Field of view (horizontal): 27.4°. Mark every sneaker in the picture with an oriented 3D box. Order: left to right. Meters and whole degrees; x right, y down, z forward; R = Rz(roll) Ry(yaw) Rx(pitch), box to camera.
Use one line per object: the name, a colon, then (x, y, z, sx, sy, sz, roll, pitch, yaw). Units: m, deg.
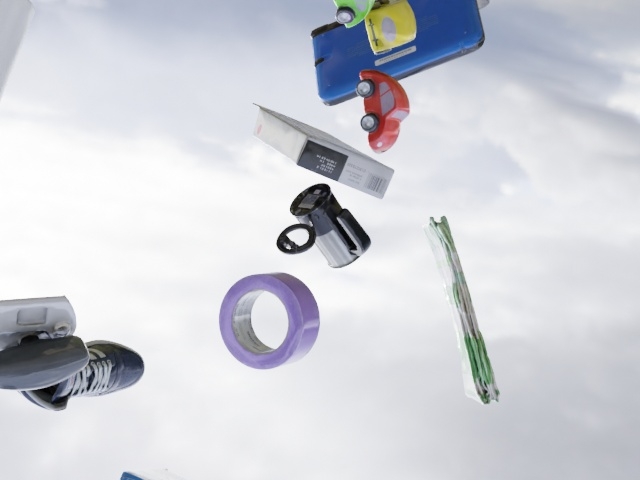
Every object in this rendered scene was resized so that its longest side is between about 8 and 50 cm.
sneaker: (-0.394, 0.222, 2.155, 0.282, 0.099, 0.153, 7, -176, -35)

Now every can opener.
can opener: (-0.371, 0.107, 1.296, 0.283, 0.076, 0.095, -4, -147, -27)

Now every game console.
game console: (0.149, -0.325, 2.235, 0.293, 0.250, 0.173, -20, 140, 17)

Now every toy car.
toy car: (0.059, -0.250, 1.510, 0.053, 0.225, 0.239, -10, -130, 20)

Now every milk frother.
milk frother: (0.000, 0.000, 2.282, 0.135, 0.143, 0.129, 54, 172, -29)

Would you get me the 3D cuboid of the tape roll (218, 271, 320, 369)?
tape roll: (-0.101, 0.157, 2.588, 0.189, 0.189, 0.080, 18, -170, 24)

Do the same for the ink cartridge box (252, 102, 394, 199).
ink cartridge box: (-0.011, -0.169, 2.391, 0.175, 0.069, 0.371, 20, -171, -22)

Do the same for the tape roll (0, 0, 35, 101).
tape roll: (-0.438, -0.207, 1.352, 0.246, 0.169, 0.246, 19, 175, 2)

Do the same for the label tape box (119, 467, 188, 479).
label tape box: (-0.255, 0.471, 1.963, 0.106, 0.241, 0.334, 19, 173, 7)

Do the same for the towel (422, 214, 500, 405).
towel: (0.235, 0.120, 2.264, 0.038, 0.325, 0.248, -16, 177, -1)
